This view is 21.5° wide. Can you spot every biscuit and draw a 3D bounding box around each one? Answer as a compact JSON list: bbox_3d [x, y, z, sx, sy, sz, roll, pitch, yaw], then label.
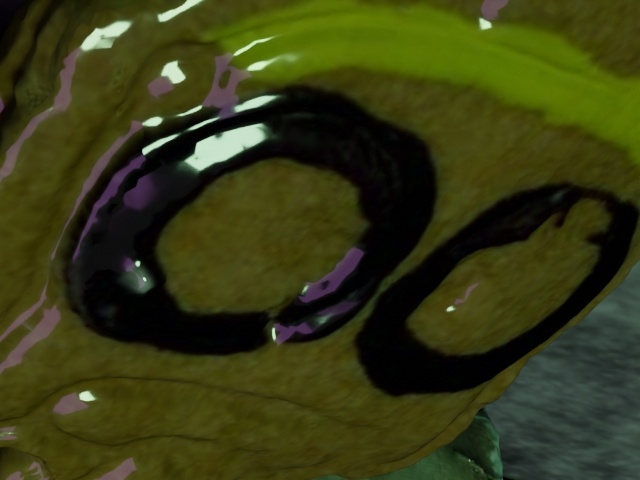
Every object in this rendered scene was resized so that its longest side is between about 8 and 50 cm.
[{"bbox_3d":[0.000,0.000,0.420,0.208,0.041,0.290,13,128,-41],"label":"biscuit"}]

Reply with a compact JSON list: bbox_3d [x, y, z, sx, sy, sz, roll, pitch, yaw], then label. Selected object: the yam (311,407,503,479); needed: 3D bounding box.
[{"bbox_3d":[-0.126,0.074,0.605,0.348,0.241,0.241,24,153,-25],"label":"yam"}]
